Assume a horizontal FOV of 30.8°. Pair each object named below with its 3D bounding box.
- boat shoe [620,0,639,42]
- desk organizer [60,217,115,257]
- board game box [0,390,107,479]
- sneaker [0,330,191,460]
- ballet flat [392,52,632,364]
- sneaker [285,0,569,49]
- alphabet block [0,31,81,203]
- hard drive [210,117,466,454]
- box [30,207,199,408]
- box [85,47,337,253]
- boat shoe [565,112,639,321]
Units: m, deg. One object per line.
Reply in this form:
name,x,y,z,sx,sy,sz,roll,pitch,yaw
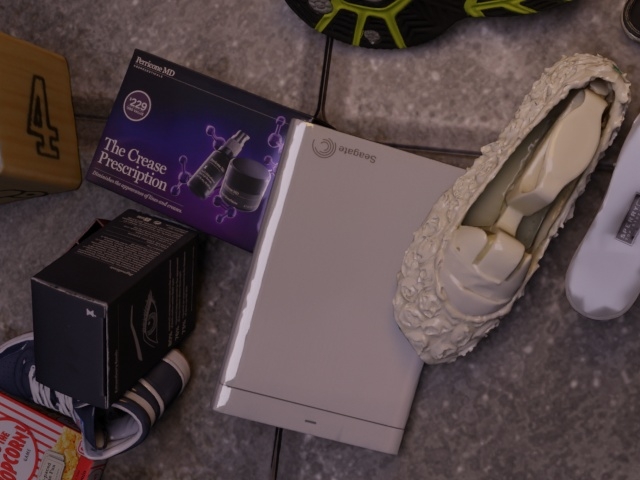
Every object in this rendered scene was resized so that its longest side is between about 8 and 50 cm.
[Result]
boat shoe,0.432,-0.318,1.307,0.233,0.079,0.084,-41,77,13
desk organizer,-0.312,0.031,1.540,0.130,0.050,0.047,-46,75,10
board game box,-0.387,0.295,1.551,0.193,0.045,0.147,22,93,18
sneaker,-0.319,0.194,1.469,0.282,0.153,0.099,0,120,17
ballet flat,0.215,-0.038,1.306,0.147,0.147,0.409,32,93,17
sneaker,0.137,-0.336,1.393,0.384,0.145,0.147,-4,55,20
alphabet block,-0.450,-0.153,1.520,0.192,0.197,0.193,-8,84,17
hard drive,0.029,0.057,1.379,0.233,0.047,0.353,16,91,-11
box,-0.245,0.078,1.410,0.108,0.207,0.153,18,121,20
box,-0.139,-0.109,1.468,0.261,0.103,0.184,23,91,18
boat shoe,0.374,-0.050,1.295,0.113,0.105,0.306,25,101,14
